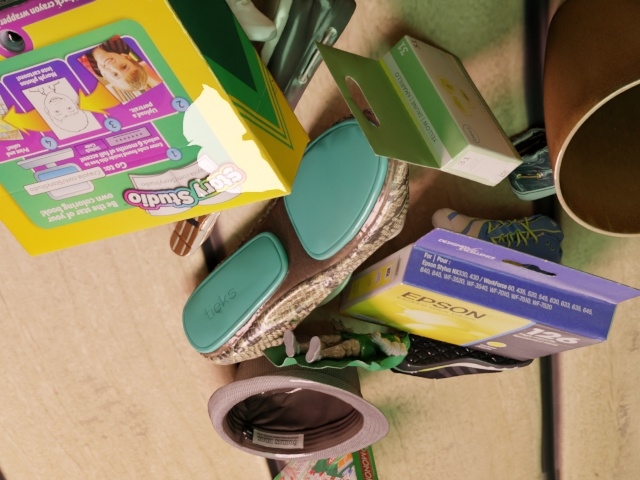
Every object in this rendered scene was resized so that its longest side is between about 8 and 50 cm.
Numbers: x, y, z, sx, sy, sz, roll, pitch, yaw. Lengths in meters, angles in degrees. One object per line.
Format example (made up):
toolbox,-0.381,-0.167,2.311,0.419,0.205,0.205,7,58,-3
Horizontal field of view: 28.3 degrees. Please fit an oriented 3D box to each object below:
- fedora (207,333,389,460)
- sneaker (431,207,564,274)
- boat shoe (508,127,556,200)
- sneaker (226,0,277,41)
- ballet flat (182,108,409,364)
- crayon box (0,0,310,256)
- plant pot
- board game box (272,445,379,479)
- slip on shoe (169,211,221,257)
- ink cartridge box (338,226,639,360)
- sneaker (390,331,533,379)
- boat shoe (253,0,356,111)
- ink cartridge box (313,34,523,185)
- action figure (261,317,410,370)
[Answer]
fedora,-0.030,0.217,1.839,0.244,0.124,0.275,29,139,-29
sneaker,0.250,-0.008,1.721,0.126,0.091,0.240,-41,141,13
boat shoe,0.328,-0.114,1.641,0.183,0.065,0.083,-20,135,10
sneaker,-0.109,-0.267,1.375,0.152,0.054,0.061,33,118,11
ballet flat,0.000,0.000,1.650,0.182,0.164,0.483,1,144,-42
crayon box,-0.245,-0.153,1.375,0.363,0.106,0.313,-12,131,26
plant pot,0.349,-0.174,1.455,0.237,0.254,0.237,-6,134,-6
board game box,-0.017,0.438,2.005,0.046,0.213,0.317,20,127,-27
slip on shoe,-0.150,-0.037,1.642,0.051,0.041,0.135,35,116,16
ink cartridge box,0.219,0.084,1.689,0.304,0.072,0.307,17,164,-16
sneaker,0.201,0.163,1.896,0.235,0.084,0.097,1,158,-11
boat shoe,-0.056,-0.159,1.492,0.096,0.112,0.335,13,126,-17
ink cartridge box,0.114,-0.156,1.434,0.056,0.171,0.235,-41,150,26
action figure,0.048,0.145,1.735,0.232,0.137,0.063,3,98,-51
